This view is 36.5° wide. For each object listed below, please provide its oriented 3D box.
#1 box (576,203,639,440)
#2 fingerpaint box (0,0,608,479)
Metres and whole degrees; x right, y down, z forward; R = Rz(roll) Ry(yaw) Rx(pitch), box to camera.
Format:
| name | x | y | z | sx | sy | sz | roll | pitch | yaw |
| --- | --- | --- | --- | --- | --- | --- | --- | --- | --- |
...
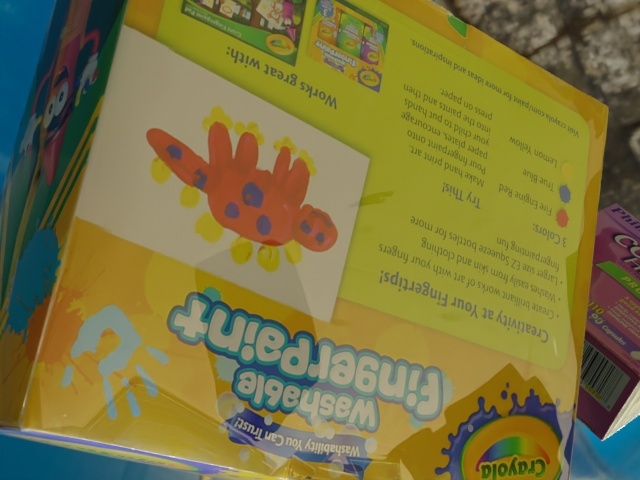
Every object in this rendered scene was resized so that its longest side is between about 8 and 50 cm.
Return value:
| name | x | y | z | sx | sy | sz | roll | pitch | yaw |
| --- | --- | --- | --- | --- | --- | --- | --- | --- | --- |
| box | 0.357 | 0.090 | 1.197 | 0.243 | 0.117 | 0.213 | -21 | -128 | -36 |
| fingerpaint box | 0.000 | 0.000 | 0.729 | 0.445 | 0.163 | 0.371 | 20 | -108 | -34 |
